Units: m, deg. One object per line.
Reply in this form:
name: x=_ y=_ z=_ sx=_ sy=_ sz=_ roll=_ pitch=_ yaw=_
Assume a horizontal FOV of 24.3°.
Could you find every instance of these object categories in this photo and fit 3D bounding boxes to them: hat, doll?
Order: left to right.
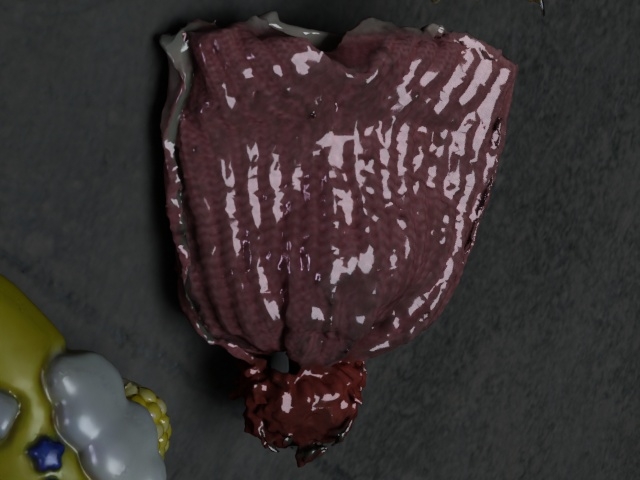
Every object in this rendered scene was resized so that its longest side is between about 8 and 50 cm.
doll: x=-0.203 y=0.123 z=0.727 sx=0.252 sy=0.111 sz=0.237 roll=41 pitch=67 yaw=-20
hat: x=0.000 y=0.000 z=0.932 sx=0.236 sy=0.107 sz=0.286 roll=1 pitch=106 yaw=-20

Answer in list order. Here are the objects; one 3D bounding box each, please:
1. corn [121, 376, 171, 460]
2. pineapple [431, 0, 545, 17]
corn: x=-0.172 y=0.184 z=0.834 sx=0.248 sy=0.081 sz=0.081 roll=-55 pitch=139 yaw=-16
pineapple: x=0.017 y=-0.264 z=0.838 sx=0.161 sy=0.158 sz=0.334 roll=-30 pitch=135 yaw=14
